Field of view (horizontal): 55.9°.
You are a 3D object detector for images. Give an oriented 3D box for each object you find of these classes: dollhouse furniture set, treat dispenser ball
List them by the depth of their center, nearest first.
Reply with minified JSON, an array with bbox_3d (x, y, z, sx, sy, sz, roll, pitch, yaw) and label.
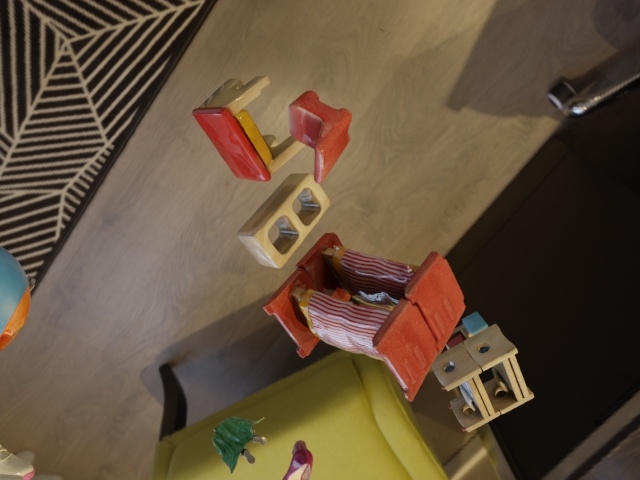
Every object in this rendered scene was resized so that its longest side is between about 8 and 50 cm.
[{"bbox_3d":[0.000,0.000,0.713,0.152,0.201,0.374,-52,128,-25],"label":"dollhouse furniture set"},{"bbox_3d":[0.244,0.197,1.026,0.129,0.183,0.129,-29,123,1],"label":"dollhouse furniture set"},{"bbox_3d":[-0.789,0.130,1.309,0.288,0.288,0.288,-3,118,-6],"label":"treat dispenser ball"}]

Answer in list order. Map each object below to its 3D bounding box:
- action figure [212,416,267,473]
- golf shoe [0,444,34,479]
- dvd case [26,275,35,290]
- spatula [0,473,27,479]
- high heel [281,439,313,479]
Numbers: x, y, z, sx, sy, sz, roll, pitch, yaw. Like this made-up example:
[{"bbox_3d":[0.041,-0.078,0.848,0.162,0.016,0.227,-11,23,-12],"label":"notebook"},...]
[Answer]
[{"bbox_3d":[-0.204,0.470,1.434,0.063,0.232,0.137,44,67,-18],"label":"action figure"},{"bbox_3d":[-0.994,0.636,1.783,0.306,0.115,0.140,10,93,4],"label":"golf shoe"},{"bbox_3d":[-0.841,0.182,1.642,0.030,0.239,0.179,36,76,-21],"label":"dvd case"},{"bbox_3d":[-0.735,0.632,1.477,0.242,0.168,0.019,7,98,1],"label":"spatula"},{"bbox_3d":[-0.065,0.720,1.766,0.082,0.117,0.244,13,100,-12],"label":"high heel"}]
